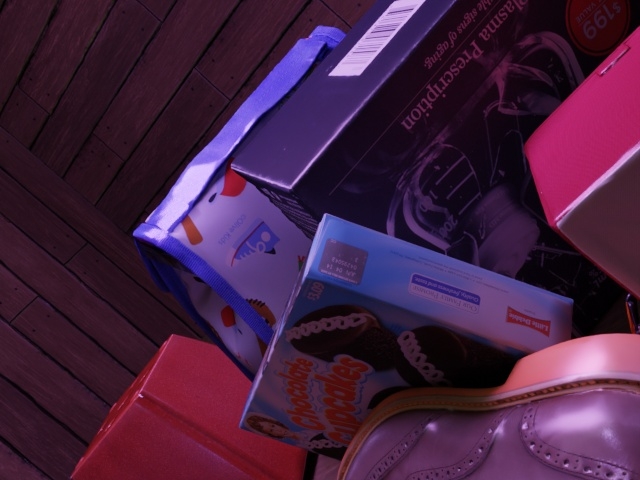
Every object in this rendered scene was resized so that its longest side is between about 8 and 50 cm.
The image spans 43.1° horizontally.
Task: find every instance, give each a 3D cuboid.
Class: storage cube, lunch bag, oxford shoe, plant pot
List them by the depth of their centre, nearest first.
[{"bbox_3d":[0.268,-0.046,0.523,0.215,0.183,0.193,-46,8,21],"label":"storage cube"},{"bbox_3d":[0.104,0.180,0.563,0.363,0.130,0.133,-44,17,52],"label":"oxford shoe"},{"bbox_3d":[0.000,0.000,0.936,0.238,0.385,0.328,16,61,45],"label":"lunch bag"},{"bbox_3d":[-0.186,0.295,1.148,0.267,0.235,0.267,-50,9,19],"label":"plant pot"}]

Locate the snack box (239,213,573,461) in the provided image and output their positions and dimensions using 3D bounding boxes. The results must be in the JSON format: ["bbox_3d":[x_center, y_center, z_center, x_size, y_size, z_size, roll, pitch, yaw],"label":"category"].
[{"bbox_3d":[0.048,0.111,0.674,0.322,0.187,0.060,113,175,-57],"label":"snack box"}]

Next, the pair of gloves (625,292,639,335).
[{"bbox_3d":[0.229,0.080,0.566,0.010,0.074,0.083,-15,18,14],"label":"pair of gloves"}]

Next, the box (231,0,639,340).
[{"bbox_3d":[0.157,-0.082,0.757,0.343,0.312,0.179,-50,24,-7],"label":"box"}]
